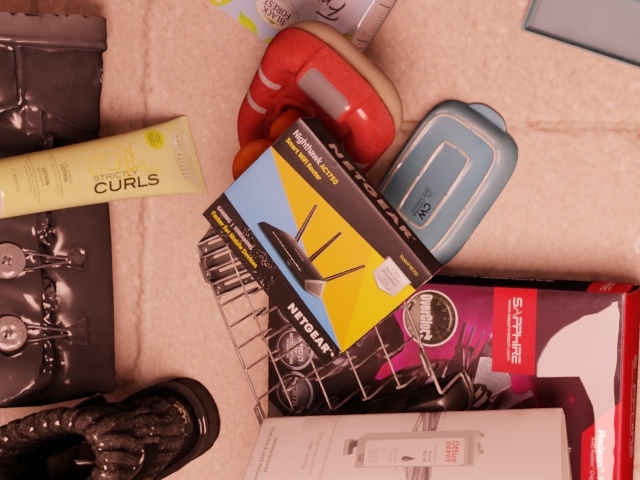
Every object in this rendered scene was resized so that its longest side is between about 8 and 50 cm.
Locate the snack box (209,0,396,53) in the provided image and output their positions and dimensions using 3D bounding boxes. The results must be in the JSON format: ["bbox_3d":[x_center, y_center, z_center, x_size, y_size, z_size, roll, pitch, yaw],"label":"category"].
[{"bbox_3d":[0.002,-0.295,1.077,0.174,0.070,0.207,36,108,14],"label":"snack box"}]

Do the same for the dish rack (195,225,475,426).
[{"bbox_3d":[0.005,0.078,0.988,0.208,0.074,0.272,-21,92,21],"label":"dish rack"}]

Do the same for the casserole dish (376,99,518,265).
[{"bbox_3d":[0.120,-0.057,1.065,0.114,0.037,0.188,38,107,16],"label":"casserole dish"}]

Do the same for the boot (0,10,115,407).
[{"bbox_3d":[-0.419,-0.031,1.162,0.366,0.146,0.445,0,96,-10],"label":"boot"}]

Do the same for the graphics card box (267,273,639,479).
[{"bbox_3d":[0.127,0.150,1.047,0.370,0.094,0.233,3,96,23],"label":"graphics card box"}]

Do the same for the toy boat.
[{"bbox_3d":[-0.028,-0.099,1.016,0.151,0.231,0.151,43,68,1],"label":"toy boat"}]

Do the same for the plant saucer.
[{"bbox_3d":[0.294,-0.205,0.994,0.192,0.018,0.067,23,102,20],"label":"plant saucer"}]

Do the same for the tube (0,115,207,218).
[{"bbox_3d":[-0.241,-0.077,1.123,0.062,0.240,0.070,43,135,42],"label":"tube"}]

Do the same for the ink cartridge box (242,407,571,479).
[{"bbox_3d":[0.090,0.267,0.930,0.282,0.117,0.207,-4,121,16],"label":"ink cartridge box"}]

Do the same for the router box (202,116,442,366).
[{"bbox_3d":[0.000,0.000,0.911,0.133,0.046,0.179,-43,83,21],"label":"router box"}]

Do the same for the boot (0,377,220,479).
[{"bbox_3d":[-0.295,0.272,1.135,0.348,0.260,0.131,-40,79,19],"label":"boot"}]
